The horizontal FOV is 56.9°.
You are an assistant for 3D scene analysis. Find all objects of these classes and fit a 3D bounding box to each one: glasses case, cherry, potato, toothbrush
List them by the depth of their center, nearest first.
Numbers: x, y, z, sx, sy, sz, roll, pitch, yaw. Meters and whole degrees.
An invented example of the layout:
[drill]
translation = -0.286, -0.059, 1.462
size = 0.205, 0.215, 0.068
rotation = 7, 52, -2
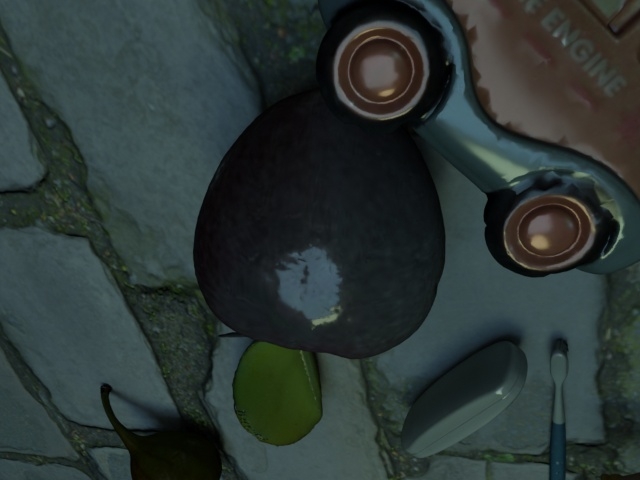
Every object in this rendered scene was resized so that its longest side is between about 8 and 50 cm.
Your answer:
[cherry]
translation = 0.000, 0.000, 0.511
size = 0.213, 0.184, 0.266
rotation = 9, 115, -4
[glasses case]
translation = 0.155, 0.180, 0.658
size = 0.049, 0.074, 0.193
rotation = 35, 128, -7
[toothbrush]
translation = 0.274, 0.217, 0.681
size = 0.019, 0.025, 0.276
rotation = 3, 128, 24
[potato]
translation = -0.049, 0.176, 0.743
size = 0.119, 0.054, 0.198
rotation = 9, 123, 13

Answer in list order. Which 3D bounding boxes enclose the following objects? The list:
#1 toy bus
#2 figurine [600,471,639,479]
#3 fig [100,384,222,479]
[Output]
[toy bus]
translation = 0.146, -0.136, 0.371
size = 0.287, 0.194, 0.232
rotation = 39, 116, -10
[figurine]
translation = 0.410, 0.239, 0.585
size = 0.240, 0.116, 0.175
rotation = -7, 122, 24
[fig]
translation = -0.254, 0.307, 0.884
size = 0.236, 0.124, 0.124
rotation = 43, 128, 2
